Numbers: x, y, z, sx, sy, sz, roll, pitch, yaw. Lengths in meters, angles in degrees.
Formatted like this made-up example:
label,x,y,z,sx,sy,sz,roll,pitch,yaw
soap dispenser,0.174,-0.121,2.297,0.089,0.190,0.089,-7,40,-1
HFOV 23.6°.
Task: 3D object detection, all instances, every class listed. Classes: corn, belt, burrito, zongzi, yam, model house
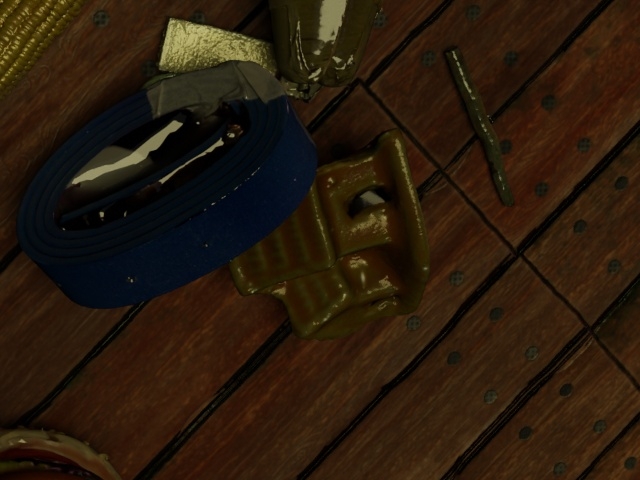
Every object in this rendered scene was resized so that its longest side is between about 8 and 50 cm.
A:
label,x,y,z,sx,sy,sz,roll,pitch,yaw
corn,-0.326,-0.261,1.739,0.101,0.101,0.292,40,92,-24
belt,-0.176,-0.063,1.763,0.347,0.212,0.117,-30,143,2
burrito,0.012,-0.243,1.891,0.051,0.042,0.171,38,84,-6
zongzi,0.077,-0.329,1.827,0.300,0.145,0.274,-9,97,-21
yam,0.213,-0.147,1.998,0.027,0.029,0.234,-18,113,14
model house,0.004,0.011,1.881,0.239,0.173,0.268,-20,107,-15

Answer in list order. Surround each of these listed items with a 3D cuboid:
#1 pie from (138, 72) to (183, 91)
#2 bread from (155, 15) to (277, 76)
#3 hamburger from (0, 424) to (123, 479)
label,x,y,z,sx,sy,sz,roll,pitch,yaw
pie,-0.181,-0.168,1.841,0.085,0.017,0.085,-8,127,-11
bread,-0.122,-0.223,1.854,0.153,0.028,0.068,10,100,-21
hamburger,-0.360,0.391,1.808,0.330,0.250,0.330,-4,106,-15
